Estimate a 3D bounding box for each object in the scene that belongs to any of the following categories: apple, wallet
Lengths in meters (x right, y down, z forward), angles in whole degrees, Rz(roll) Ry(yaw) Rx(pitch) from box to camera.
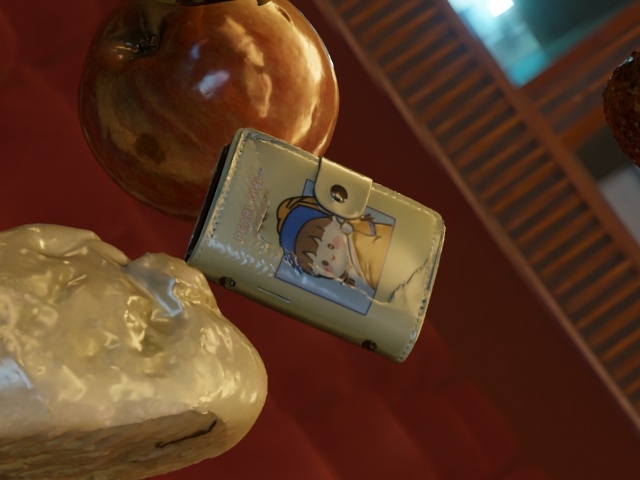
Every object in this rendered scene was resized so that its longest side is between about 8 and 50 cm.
[{"bbox_3d":[-0.086,-0.108,1.437,0.188,0.188,0.174,44,2,43],"label":"apple"},{"bbox_3d":[0.000,0.000,1.240,0.155,0.110,0.039,24,-28,-14],"label":"wallet"}]

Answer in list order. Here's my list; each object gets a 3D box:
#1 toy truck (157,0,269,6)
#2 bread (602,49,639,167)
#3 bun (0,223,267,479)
[{"bbox_3d":[0.091,-0.244,1.077,0.254,0.405,0.181,-21,104,-61],"label":"toy truck"},{"bbox_3d":[0.238,-0.041,1.041,0.193,0.064,0.193,28,-10,5],"label":"bread"},{"bbox_3d":[-0.142,0.054,0.889,0.237,0.210,0.116,16,63,-52],"label":"bun"}]
